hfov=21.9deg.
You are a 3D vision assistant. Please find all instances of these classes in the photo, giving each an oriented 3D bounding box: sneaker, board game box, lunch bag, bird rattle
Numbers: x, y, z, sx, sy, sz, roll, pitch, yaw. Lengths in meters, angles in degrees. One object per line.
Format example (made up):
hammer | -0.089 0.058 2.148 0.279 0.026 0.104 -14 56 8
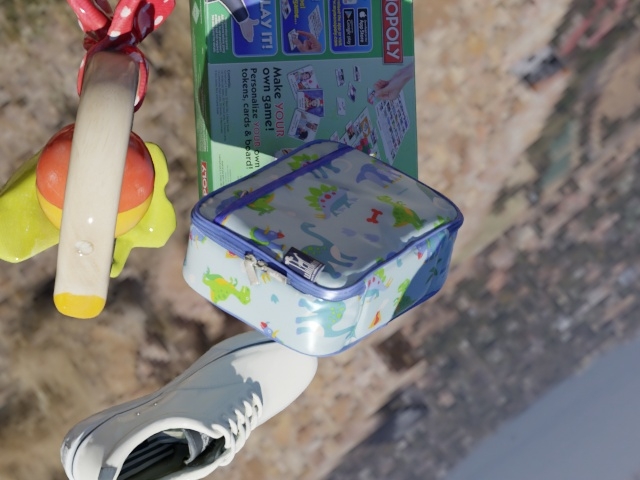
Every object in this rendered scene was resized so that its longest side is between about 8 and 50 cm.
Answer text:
sneaker | -0.098 0.163 1.463 0.258 0.091 0.094 -28 125 -24
board game box | -0.013 -0.140 1.560 0.213 0.317 0.046 -4 -174 -24
lunch bag | 0.000 0.000 1.402 0.219 0.176 0.090 -28 140 -46
bird rattle | -0.141 -0.064 1.128 0.143 0.207 0.254 14 127 -14
